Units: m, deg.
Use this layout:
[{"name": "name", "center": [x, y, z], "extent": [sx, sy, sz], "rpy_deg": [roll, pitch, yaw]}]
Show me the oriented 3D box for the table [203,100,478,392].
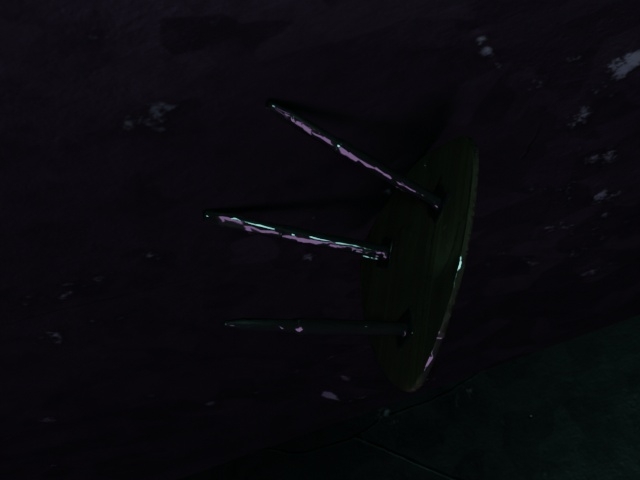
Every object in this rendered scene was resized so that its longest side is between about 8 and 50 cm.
[{"name": "table", "center": [0.000, 0.000, 1.334], "extent": [0.249, 0.317, 0.317], "rpy_deg": [14, 144, -18]}]
